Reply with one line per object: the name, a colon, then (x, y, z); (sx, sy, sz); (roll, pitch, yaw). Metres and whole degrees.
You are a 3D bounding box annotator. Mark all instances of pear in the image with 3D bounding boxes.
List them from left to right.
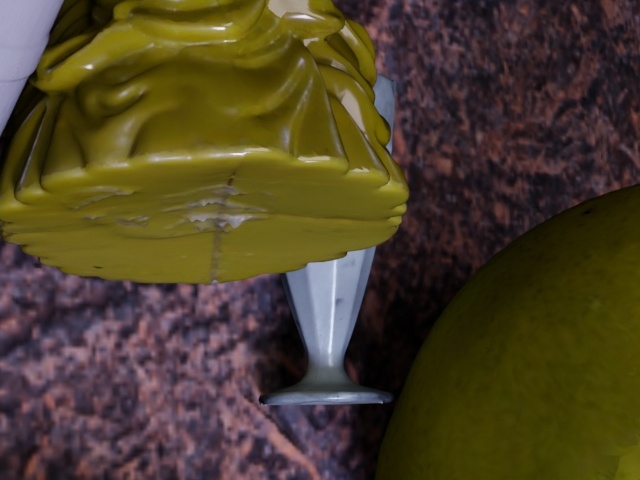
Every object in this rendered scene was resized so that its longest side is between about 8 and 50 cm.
pear: (0.162, 0.109, 0.706); (0.294, 0.294, 0.294); (8, 77, -40)

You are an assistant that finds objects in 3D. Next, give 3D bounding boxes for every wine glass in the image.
wine glass: (0.000, 0.000, 0.722); (0.073, 0.073, 0.155); (5, 83, -40)

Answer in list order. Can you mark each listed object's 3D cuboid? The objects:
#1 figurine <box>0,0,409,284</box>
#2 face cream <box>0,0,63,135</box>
figurine: (-0.056, -0.156, 0.637); (0.187, 0.168, 0.315); (30, 53, -67)
face cream: (-0.130, -0.079, 0.518); (0.077, 0.077, 0.250); (11, 118, -39)
